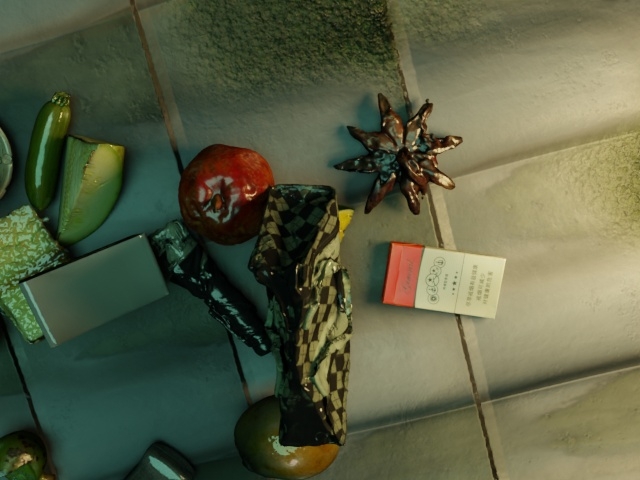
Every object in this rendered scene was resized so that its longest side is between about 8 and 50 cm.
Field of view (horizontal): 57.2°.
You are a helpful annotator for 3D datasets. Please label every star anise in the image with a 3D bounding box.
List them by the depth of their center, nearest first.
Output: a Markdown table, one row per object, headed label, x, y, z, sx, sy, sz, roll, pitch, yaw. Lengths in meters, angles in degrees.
| label | x | y | z | sx | sy | sz | roll | pitch | yaw |
| --- | --- | --- | --- | --- | --- | --- | --- | --- | --- |
| star anise | 0.157 | -0.168 | 1.188 | 0.272 | 0.102 | 0.271 | 1 | 97 | 5 |

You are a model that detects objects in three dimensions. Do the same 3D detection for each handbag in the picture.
| label | x | y | z | sx | sy | sz | roll | pitch | yaw |
| --- | --- | --- | --- | --- | --- | --- | --- | --- | --- |
| handbag | -0.034 | 0.139 | 1.087 | 0.180 | 0.316 | 0.415 | -2 | 116 | 6 |

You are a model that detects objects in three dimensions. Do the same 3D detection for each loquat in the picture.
| label | x | y | z | sx | sy | sz | roll | pitch | yaw |
| --- | --- | --- | --- | --- | --- | --- | --- | --- | --- |
| loquat | -0.072 | 0.418 | 1.257 | 0.228 | 0.179 | 0.179 | 2 | 99 | -1 |

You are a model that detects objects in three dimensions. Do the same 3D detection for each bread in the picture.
| label | x | y | z | sx | sy | sz | roll | pitch | yaw |
| --- | --- | --- | --- | --- | --- | --- | --- | --- | --- |
| bread | -0.621 | 0.079 | 1.253 | 0.178 | 0.142 | 0.266 | -36 | 94 | -31 |

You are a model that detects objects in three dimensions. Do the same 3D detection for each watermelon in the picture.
| label | x | y | z | sx | sy | sz | roll | pitch | yaw |
| --- | --- | --- | --- | --- | --- | --- | --- | --- | --- |
| watermelon | -0.003 | 0.000 | 1.235 | 0.092 | 0.075 | 0.181 | 27 | 99 | -2 |

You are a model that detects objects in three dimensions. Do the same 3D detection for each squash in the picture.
| label | x | y | z | sx | sy | sz | roll | pitch | yaw |
| --- | --- | --- | --- | --- | --- | --- | --- | --- | --- |
| squash | -0.475 | -0.084 | 1.228 | 0.093 | 0.169 | 0.252 | 3 | 101 | -42 |
| squash | -0.578 | -0.190 | 1.238 | 0.069 | 0.069 | 0.257 | 15 | 98 | 0 |

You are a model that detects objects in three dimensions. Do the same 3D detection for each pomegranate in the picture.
| label | x | y | z | sx | sy | sz | roll | pitch | yaw |
| --- | --- | --- | --- | --- | --- | --- | --- | --- | --- |
| pomegranate | -0.677 | 0.496 | 1.328 | 0.169 | 0.122 | 0.143 | 28 | 134 | -35 |

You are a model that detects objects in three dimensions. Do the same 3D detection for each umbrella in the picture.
| label | x | y | z | sx | sy | sz | roll | pitch | yaw |
| --- | --- | --- | --- | --- | --- | --- | --- | --- | --- |
| umbrella | -0.230 | 0.111 | 1.246 | 0.106 | 0.113 | 0.357 | -41 | 95 | -14 |

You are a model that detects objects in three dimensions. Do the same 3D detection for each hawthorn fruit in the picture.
| label | x | y | z | sx | sy | sz | roll | pitch | yaw |
| --- | --- | --- | --- | --- | --- | --- | --- | --- | --- |
| hawthorn fruit | -0.190 | -0.084 | 1.148 | 0.208 | 0.243 | 0.207 | 0 | 101 | 2 |

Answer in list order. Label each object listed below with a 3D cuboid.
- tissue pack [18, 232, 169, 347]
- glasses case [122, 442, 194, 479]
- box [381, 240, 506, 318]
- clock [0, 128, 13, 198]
| label | x | y | z | sx | sy | sz | roll | pitch | yaw |
| --- | --- | --- | --- | --- | --- | --- | --- | --- | --- |
| tissue pack | -0.455 | 0.094 | 1.184 | 0.246 | 0.159 | 0.135 | -25 | 100 | -26 |
| glasses case | -0.428 | 0.618 | 1.352 | 0.131 | 0.074 | 0.323 | 39 | 99 | -2 |
| box | 0.261 | 0.084 | 1.255 | 0.246 | 0.035 | 0.138 | 7 | 100 | 2 |
| clock | -0.766 | -0.172 | 1.257 | 0.237 | 0.053 | 0.236 | 0 | 99 | 0 |
